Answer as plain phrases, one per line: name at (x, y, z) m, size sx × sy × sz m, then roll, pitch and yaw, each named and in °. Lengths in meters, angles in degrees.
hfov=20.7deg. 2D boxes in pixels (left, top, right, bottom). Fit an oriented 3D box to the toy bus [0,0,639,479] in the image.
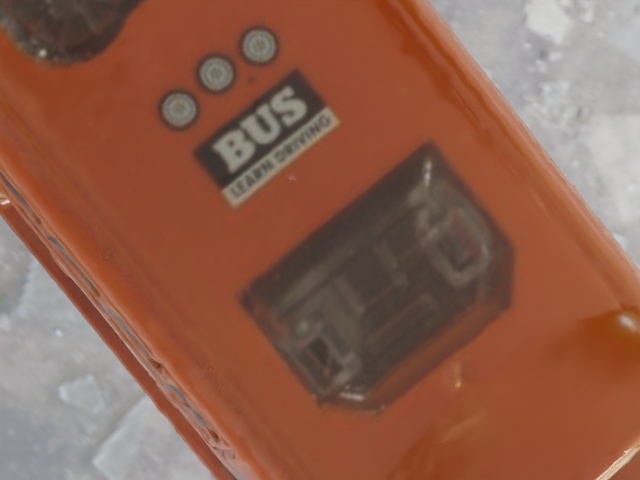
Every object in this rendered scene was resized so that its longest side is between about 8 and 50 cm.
toy bus at (0.000, 0.000, 0.493) m, size 0.143 × 0.153 × 0.329 m, roll -38°, pitch 94°, yaw -5°
